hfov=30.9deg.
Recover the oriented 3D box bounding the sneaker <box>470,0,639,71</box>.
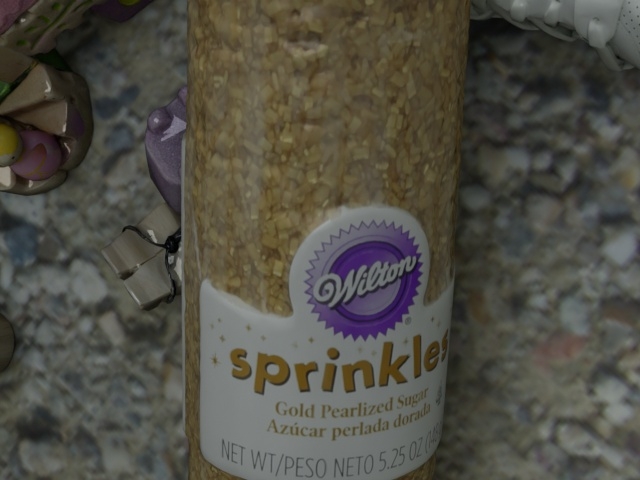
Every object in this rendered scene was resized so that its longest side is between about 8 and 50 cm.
[{"bbox_3d":[0.085,-0.117,0.539,0.169,0.108,0.292,-42,66,15],"label":"sneaker"}]

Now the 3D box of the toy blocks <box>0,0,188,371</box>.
[{"bbox_3d":[-0.215,-0.082,0.553,0.288,0.260,0.309,-40,76,13],"label":"toy blocks"}]

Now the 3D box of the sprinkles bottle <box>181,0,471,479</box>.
[{"bbox_3d":[0.000,0.000,0.490,0.121,0.121,0.356,10,112,19],"label":"sprinkles bottle"}]
